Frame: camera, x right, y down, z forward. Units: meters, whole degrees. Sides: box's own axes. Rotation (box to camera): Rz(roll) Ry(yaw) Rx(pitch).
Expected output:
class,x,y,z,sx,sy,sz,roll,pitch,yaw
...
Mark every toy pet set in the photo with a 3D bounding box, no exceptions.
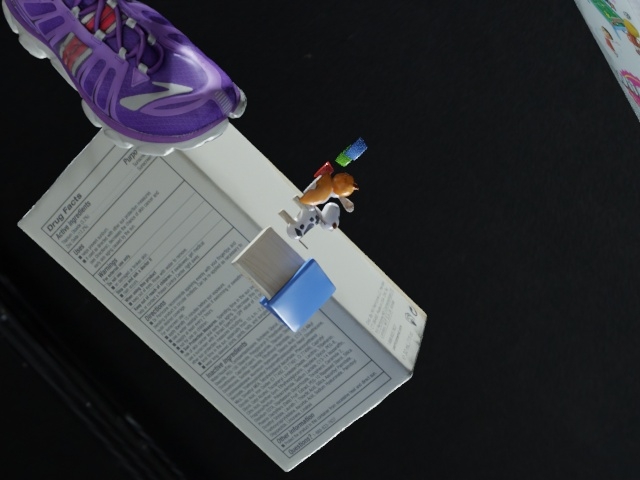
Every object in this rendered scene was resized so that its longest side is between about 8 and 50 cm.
class,x,y,z,sx,sy,sz,roll,pitch,yaw
toy pet set,0.000,0.000,0.651,0.065,0.122,0.114,44,-99,-5

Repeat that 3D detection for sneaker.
class,x,y,z,sx,sy,sz,roll,pitch,yaw
sneaker,-0.112,-0.107,0.490,0.170,0.068,0.071,37,-23,18

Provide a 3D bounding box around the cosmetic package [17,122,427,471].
class,x,y,z,sx,sy,sz,roll,pitch,yaw
cosmetic package,-0.075,0.027,0.807,0.309,0.113,0.160,46,-65,-7

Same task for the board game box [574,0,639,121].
class,x,y,z,sx,sy,sz,roll,pitch,yaw
board game box,0.309,-0.142,0.609,0.224,0.097,0.303,-38,-51,8
